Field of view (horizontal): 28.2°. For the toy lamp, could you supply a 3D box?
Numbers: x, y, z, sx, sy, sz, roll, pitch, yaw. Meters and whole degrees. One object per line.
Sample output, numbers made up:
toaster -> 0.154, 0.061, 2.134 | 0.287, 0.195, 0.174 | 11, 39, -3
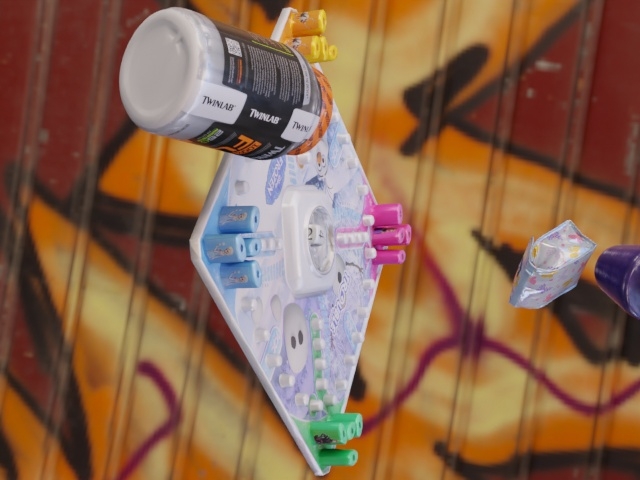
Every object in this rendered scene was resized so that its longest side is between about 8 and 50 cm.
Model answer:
toy lamp -> 0.364, 0.060, 1.201 | 0.274, 0.080, 0.080 | 26, -68, 59

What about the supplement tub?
supplement tub -> -0.083, -0.141, 1.197 | 0.190, 0.117, 0.117 | 11, 87, -47

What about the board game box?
board game box -> 0.000, 0.000, 1.447 | 0.390, 0.050, 0.390 | -73, 149, -41

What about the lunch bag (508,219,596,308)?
lunch bag -> 0.230, 0.027, 1.301 | 0.083, 0.053, 0.071 | -30, 152, -29
